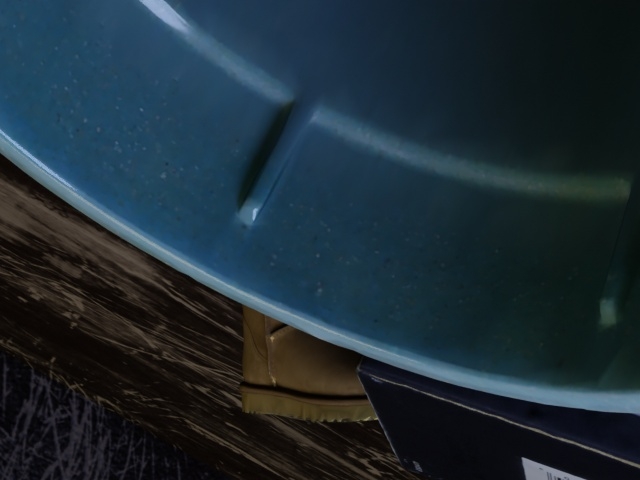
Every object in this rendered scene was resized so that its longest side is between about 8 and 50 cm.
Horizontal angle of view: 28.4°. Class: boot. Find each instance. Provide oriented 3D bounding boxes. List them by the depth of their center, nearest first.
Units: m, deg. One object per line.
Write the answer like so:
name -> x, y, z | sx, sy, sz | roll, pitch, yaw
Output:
boot -> 0.000, 0.000, 0.969 | 0.236, 0.269, 0.089 | -5, -179, 44

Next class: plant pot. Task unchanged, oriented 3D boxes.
plant pot -> 0.061, -0.169, 0.428 | 0.341, 0.334, 0.341 | 23, 157, 10

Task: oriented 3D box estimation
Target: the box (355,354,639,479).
box -> 0.222, 0.023, 0.719 | 0.296, 0.294, 0.182 | 18, 158, 21
